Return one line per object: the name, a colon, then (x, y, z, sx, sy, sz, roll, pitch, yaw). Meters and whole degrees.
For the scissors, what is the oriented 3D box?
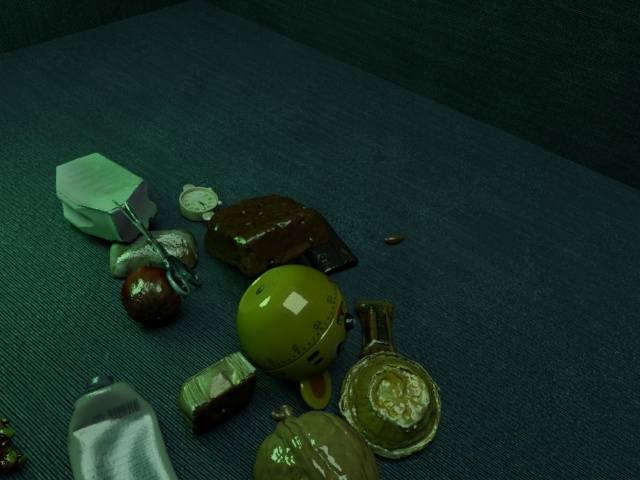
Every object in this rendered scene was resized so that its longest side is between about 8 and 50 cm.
scissors: (-0.530, 0.019, 1.560, 0.029, 0.256, 0.383, -38, 98, 1)

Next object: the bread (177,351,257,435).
bread: (-0.276, 0.419, 1.321, 0.210, 0.192, 0.110, -26, 58, -32)

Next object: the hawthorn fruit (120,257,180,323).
hawthorn fruit: (-0.542, 0.155, 1.554, 0.181, 0.181, 0.235, -4, 46, -15)

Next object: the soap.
soap: (-0.793, -0.156, 1.768, 0.446, 0.156, 0.261, 28, 45, 32)

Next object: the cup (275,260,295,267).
cup: (-0.117, 0.093, 1.745, 0.102, 0.099, 0.074, 37, 50, 24)

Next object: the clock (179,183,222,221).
clock: (-0.486, -0.145, 1.942, 0.155, 0.063, 0.229, -21, 55, -32)

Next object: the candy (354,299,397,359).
candy: (0.183, 0.295, 1.606, 0.143, 0.101, 0.271, 13, 39, -6)

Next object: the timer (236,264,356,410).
timer: (-0.052, 0.265, 1.452, 0.387, 0.376, 0.376, 48, 39, -25)

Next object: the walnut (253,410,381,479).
walnut: (-0.008, 0.570, 1.173, 0.313, 0.277, 0.252, 49, 18, 26)

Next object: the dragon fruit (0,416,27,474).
dragon fruit: (-0.814, 0.515, 1.188, 0.175, 0.142, 0.138, 38, 89, 1)

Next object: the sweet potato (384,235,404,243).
sweet potato: (0.303, -0.004, 1.972, 0.095, 0.034, 0.034, -9, 48, -18)

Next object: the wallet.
wallet: (0.000, 0.000, 1.900, 0.170, 0.044, 0.321, -18, 51, -24)

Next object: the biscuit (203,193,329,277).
biscuit: (-0.207, -0.036, 1.706, 0.342, 0.166, 0.395, -28, 27, -29)

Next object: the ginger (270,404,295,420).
ginger: (-0.094, 0.502, 1.391, 0.097, 0.030, 0.048, 17, 72, 10)

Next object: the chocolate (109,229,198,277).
chocolate: (-0.594, 0.032, 1.722, 0.303, 0.100, 0.185, -8, 50, -14)

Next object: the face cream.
face cream: (-0.511, 0.537, 1.227, 0.235, 0.137, 0.420, -17, 59, -27)

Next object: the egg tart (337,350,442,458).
egg tart: (0.207, 0.457, 1.384, 0.315, 0.120, 0.315, 4, 58, -6)
